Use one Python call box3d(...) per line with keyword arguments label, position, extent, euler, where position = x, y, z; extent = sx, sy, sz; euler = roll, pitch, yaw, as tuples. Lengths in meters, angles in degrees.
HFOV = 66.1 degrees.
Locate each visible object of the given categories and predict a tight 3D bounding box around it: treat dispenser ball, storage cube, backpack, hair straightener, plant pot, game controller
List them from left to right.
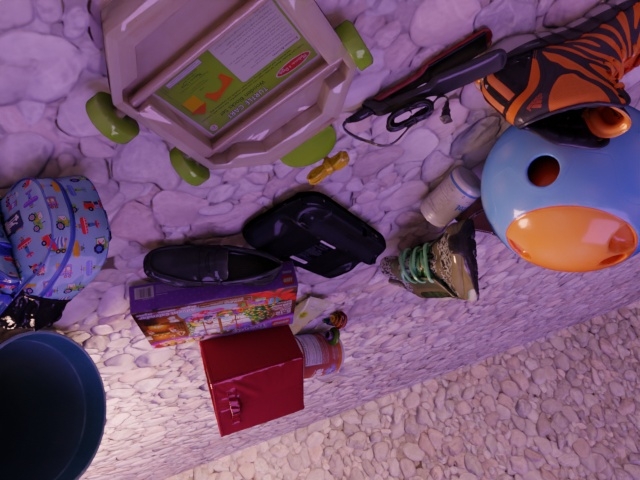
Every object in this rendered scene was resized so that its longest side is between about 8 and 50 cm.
box3d(label="plant pot", position=(-0.572, 0.315, 0.852), extent=(0.256, 0.271, 0.272), euler=(-15, 154, 17))
box3d(label="backpack", position=(-0.334, 0.003, 0.573), extent=(0.173, 0.158, 0.117), euler=(-38, 155, 21))
box3d(label="storage cube", position=(-0.154, 0.277, 1.081), extent=(0.193, 0.215, 0.183), euler=(-13, 127, -18))
box3d(label="game controller", position=(0.000, 0.000, 0.926), extent=(0.167, 0.067, 0.319), euler=(-19, 155, 25))
box3d(label="hair straightener", position=(0.139, -0.191, 0.650), extent=(0.231, 0.088, 0.047), euler=(-25, 153, 5))
box3d(label="treat dispenser ball", position=(0.417, -0.089, 0.815), extent=(0.289, 0.288, 0.288), euler=(-17, 151, -10))

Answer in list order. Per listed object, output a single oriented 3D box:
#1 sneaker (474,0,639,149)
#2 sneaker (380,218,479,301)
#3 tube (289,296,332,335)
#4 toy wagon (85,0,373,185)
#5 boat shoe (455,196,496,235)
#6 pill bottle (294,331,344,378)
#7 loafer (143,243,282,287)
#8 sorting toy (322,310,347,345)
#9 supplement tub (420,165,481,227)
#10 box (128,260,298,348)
box3d(label="sneaker", position=(0.393, -0.222, 0.678), extent=(0.322, 0.180, 0.124), euler=(-22, 148, -1))
box3d(label="sneaker", position=(0.220, 0.063, 1.037), extent=(0.182, 0.157, 0.410), euler=(-3, 165, 3))
box3d(label="tube", position=(-0.082, 0.213, 1.221), extent=(0.240, 0.062, 0.070), euler=(-40, -172, 20))
box3d(label="toy wagon", position=(-0.073, -0.166, 0.566), extent=(0.267, 0.068, 0.344), euler=(-31, 151, 16))
box3d(label="boat shoe", position=(0.436, -0.053, 1.069), extent=(0.325, 0.116, 0.123), euler=(-6, 147, -28))
box3d(label="pill bottle", position=(-0.050, 0.320, 1.356), extent=(0.216, 0.121, 0.121), euler=(1, 143, -37))
box3d(label="loafer", position=(-0.171, 0.037, 0.808), extent=(0.224, 0.076, 0.078), euler=(5, 160, -26))
box3d(label="sorting toy", position=(0.031, 0.233, 1.331), extent=(0.042, 0.061, 0.101), euler=(18, 106, -32))
box3d(label="supplement tub", position=(0.249, -0.082, 0.935), extent=(0.071, 0.070, 0.107), euler=(1, 143, -37))
box3d(label="box", position=(-0.195, 0.129, 0.951), extent=(0.294, 0.057, 0.200), euler=(-9, 152, -11))
